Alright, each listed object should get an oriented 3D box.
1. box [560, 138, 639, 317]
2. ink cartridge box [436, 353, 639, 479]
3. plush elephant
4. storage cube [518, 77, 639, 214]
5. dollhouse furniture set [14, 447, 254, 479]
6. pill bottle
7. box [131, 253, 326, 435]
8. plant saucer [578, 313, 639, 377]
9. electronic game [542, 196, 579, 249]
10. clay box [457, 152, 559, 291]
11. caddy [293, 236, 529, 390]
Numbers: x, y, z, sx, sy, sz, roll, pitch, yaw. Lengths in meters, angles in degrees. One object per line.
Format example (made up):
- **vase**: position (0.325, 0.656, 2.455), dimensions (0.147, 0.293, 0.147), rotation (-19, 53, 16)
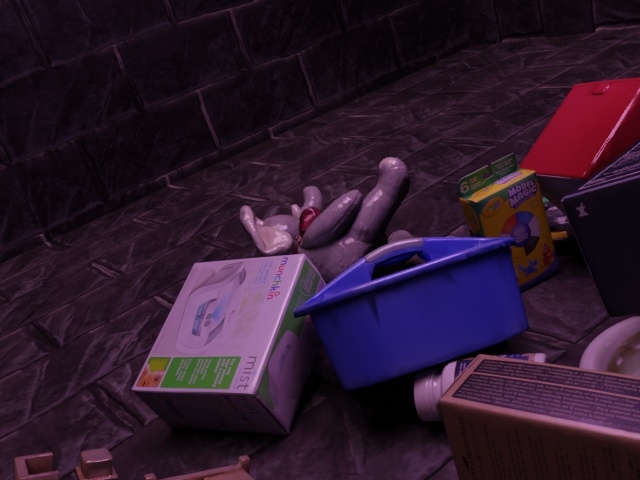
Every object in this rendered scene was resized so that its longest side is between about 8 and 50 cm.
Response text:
- **box**: position (0.517, -0.055, 0.891), dimensions (0.294, 0.183, 0.296), rotation (-28, 6, -42)
- **ink cartridge box**: position (0.229, 0.230, 0.641), dimensions (0.193, 0.235, 0.088), rotation (3, 29, 42)
- **plush elephant**: position (0.000, 0.000, 1.358), dimensions (0.255, 0.272, 0.330), rotation (27, 69, 28)
- **storage cube**: position (0.488, -0.136, 1.195), dimensions (0.193, 0.183, 0.215), rotation (-55, 20, -3)
- **dollhouse furniture set**: position (-0.166, 0.373, 0.860), dimensions (0.355, 0.174, 0.303), rotation (-1, 11, -29)
- **pill bottle**: position (0.213, 0.198, 0.929), dimensions (0.169, 0.094, 0.094), rotation (-8, 23, 24)
- **box**: position (-0.131, 0.165, 1.147), dimensions (0.231, 0.127, 0.262), rotation (-5, 46, 30)
- **plant saucer**: position (0.476, 0.173, 0.724), dimensions (0.400, 0.101, 0.400), rotation (-8, 14, 2)
- **electronic game**: position (0.475, -0.045, 1.394), dimensions (0.229, 0.048, 0.229), rotation (-16, 21, 6)
- **clay box**: position (0.320, -0.024, 1.213), dimensions (0.127, 0.222, 0.053), rotation (-27, 22, -15)
- **caddy**: position (0.133, 0.088, 1.045), dimensions (0.341, 0.179, 0.241), rotation (-18, -7, -2)
